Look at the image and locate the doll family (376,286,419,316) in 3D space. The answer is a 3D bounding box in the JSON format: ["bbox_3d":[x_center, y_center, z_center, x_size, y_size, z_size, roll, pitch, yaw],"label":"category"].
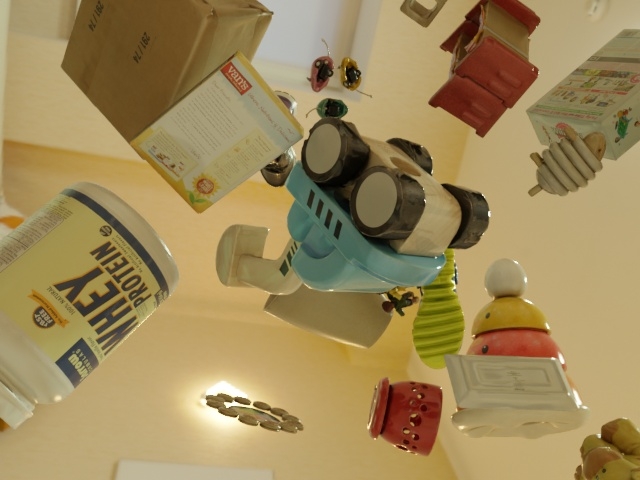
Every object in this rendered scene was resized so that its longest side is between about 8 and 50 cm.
[{"bbox_3d":[0.141,0.078,1.509,0.193,0.111,0.076,52,-42,28],"label":"doll family"}]

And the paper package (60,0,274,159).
[{"bbox_3d":[-0.289,-0.363,1.235,0.309,0.168,0.324,47,-52,18],"label":"paper package"}]

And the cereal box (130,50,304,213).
[{"bbox_3d":[-0.171,-0.175,1.136,0.240,0.173,0.047,-34,-157,17],"label":"cereal box"}]

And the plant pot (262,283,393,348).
[{"bbox_3d":[0.038,0.147,1.717,0.256,0.274,0.256,-54,-173,9],"label":"plant pot"}]

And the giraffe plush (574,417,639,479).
[{"bbox_3d":[0.527,0.421,1.192,0.210,0.171,0.181,18,-84,48],"label":"giraffe plush"}]

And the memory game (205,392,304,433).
[{"bbox_3d":[-0.117,0.304,1.204,0.186,0.186,0.012,-179,-73,-78],"label":"memory game"}]

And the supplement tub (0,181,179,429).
[{"bbox_3d":[-0.402,0.092,1.019,0.325,0.235,0.235,-48,175,-27],"label":"supplement tub"}]

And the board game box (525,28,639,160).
[{"bbox_3d":[0.612,-0.305,1.381,0.097,0.303,0.224,56,-9,-26],"label":"board game box"}]

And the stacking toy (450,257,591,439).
[{"bbox_3d":[0.511,0.278,1.832,0.350,0.351,0.479,121,-29,-62],"label":"stacking toy"}]

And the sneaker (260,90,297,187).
[{"bbox_3d":[-0.123,-0.218,1.660,0.283,0.107,0.124,93,8,-48],"label":"sneaker"}]

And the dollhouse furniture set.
[{"bbox_3d":[0.177,-0.370,1.129,0.152,0.374,0.201,-49,-165,44],"label":"dollhouse furniture set"}]

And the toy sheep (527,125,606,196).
[{"bbox_3d":[0.358,-0.110,0.992,0.132,0.091,0.091,-41,-148,28],"label":"toy sheep"}]

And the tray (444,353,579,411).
[{"bbox_3d":[0.411,0.296,1.456,0.145,0.271,0.030,-96,-168,-49],"label":"tray"}]

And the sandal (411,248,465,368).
[{"bbox_3d":[0.283,0.146,1.616,0.138,0.126,0.317,29,62,-74],"label":"sandal"}]

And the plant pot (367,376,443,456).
[{"bbox_3d":[0.222,0.465,1.814,0.191,0.174,0.191,12,90,-89],"label":"plant pot"}]

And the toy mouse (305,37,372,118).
[{"bbox_3d":[0.010,-0.258,1.155,0.031,0.161,0.143,23,-114,41],"label":"toy mouse"}]

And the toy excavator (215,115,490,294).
[{"bbox_3d":[0.000,0.000,1.194,0.433,0.222,0.445,49,-61,38],"label":"toy excavator"}]
